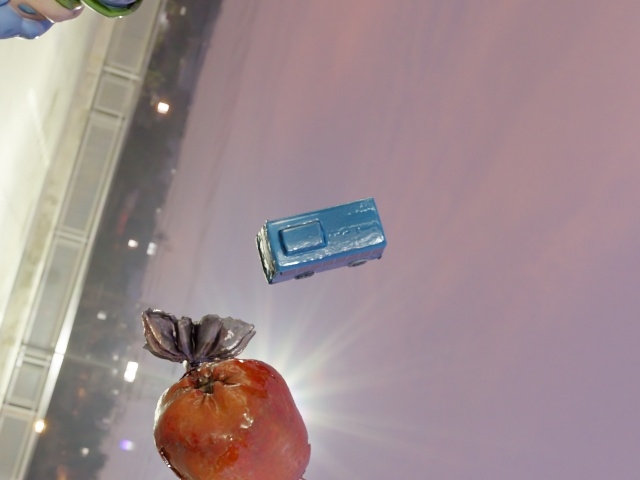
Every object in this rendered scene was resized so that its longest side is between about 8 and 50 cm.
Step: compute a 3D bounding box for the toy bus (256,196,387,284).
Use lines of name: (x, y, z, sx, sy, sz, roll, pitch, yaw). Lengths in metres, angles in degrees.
toy bus: (0.000, 0.000, 1.577, 0.106, 0.185, 0.090, 115, -40, -75)

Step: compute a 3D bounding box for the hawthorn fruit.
hawthorn fruit: (-0.107, 0.305, 1.557, 0.211, 0.299, 0.211, -29, -148, 20)

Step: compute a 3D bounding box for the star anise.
star anise: (-0.234, 0.183, 1.937, 0.229, 0.236, 0.093, -30, -129, 46)

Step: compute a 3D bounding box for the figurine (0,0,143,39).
figurine: (-0.270, -0.277, 1.068, 0.162, 0.263, 0.143, -25, 118, -61)
